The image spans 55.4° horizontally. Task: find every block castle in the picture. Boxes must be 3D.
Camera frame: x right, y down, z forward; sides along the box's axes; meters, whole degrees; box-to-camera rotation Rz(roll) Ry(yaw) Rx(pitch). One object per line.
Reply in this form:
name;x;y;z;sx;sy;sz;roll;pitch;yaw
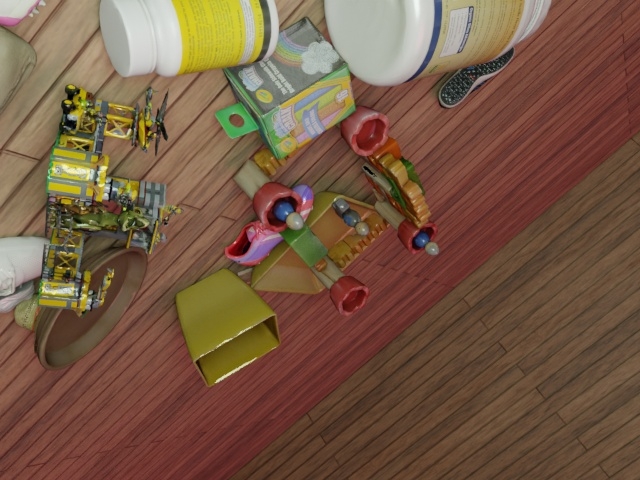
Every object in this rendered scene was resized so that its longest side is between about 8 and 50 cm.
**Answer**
block castle;0.062;-0.055;1.253;0.303;0.213;0.453;-41;141;-3

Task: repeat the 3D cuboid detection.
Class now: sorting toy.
sorting toy;-0.178;0.088;1.575;0.083;0.012;0.062;-20;146;-25

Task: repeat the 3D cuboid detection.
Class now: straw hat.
straw hat;-0.532;0.134;1.134;0.061;0.145;0.144;20;133;-9

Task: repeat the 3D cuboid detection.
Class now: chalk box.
chalk box;-0.067;-0.235;1.006;0.213;0.132;0.132;-33;155;-5

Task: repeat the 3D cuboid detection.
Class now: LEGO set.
LEGO set;-0.290;-0.049;0.895;0.192;0.255;0.331;8;124;-20

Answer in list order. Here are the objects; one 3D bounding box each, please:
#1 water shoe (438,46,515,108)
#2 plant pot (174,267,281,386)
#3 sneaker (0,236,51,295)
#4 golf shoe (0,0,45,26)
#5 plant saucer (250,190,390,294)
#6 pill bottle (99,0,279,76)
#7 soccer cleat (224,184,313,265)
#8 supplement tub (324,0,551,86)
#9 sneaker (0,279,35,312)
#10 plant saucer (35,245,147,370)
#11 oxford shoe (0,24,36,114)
water shoe;0.345;-0.380;1.384;0.203;0.073;0.080;-38;-178;4
plant pot;-0.238;0.197;1.480;0.212;0.187;0.212;-29;155;-15
sneaker;-0.536;0.098;0.946;0.292;0.169;0.108;-18;148;-37
golf shoe;-0.286;-0.353;0.573;0.140;0.115;0.306;13;126;-40
plant saucer;0.000;0.000;1.570;0.333;0.081;0.332;-46;154;18
pill bottle;-0.171;-0.282;0.805;0.208;0.119;0.119;-21;151;-31
soccer cleat;-0.114;-0.033;1.371;0.248;0.083;0.095;-44;150;23
supplement tub;0.190;-0.382;0.963;0.316;0.228;0.228;-21;151;-29
sneaker;-0.571;0.112;1.061;0.152;0.054;0.061;-24;156;-26
plant saucer;-0.433;0.120;1.155;0.278;0.041;0.278;-55;172;-11
oxford shoe;-0.483;-0.102;0.706;0.397;0.141;0.146;-33;177;16
